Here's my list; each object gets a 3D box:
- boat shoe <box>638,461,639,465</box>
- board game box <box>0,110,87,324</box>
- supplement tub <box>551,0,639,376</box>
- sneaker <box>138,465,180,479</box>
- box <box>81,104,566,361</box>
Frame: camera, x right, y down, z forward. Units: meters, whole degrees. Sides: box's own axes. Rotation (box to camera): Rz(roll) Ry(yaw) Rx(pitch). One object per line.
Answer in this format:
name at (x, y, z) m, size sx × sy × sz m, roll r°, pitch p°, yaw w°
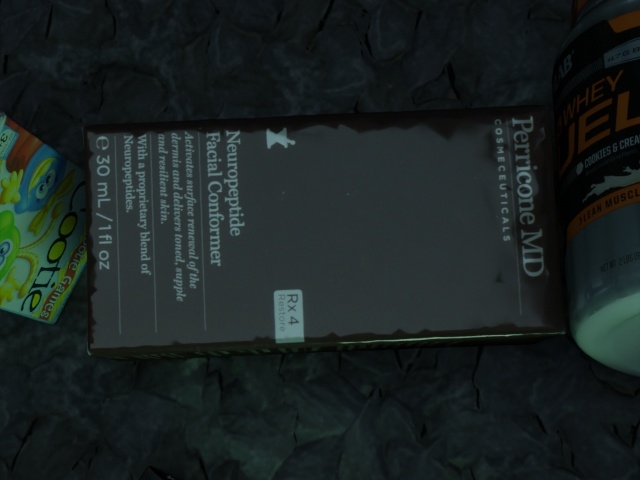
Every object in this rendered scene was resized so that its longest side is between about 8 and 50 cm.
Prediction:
boat shoe at (0.404, 0.247, 0.895) m, size 0.158 × 0.127 × 0.340 m, roll -40°, pitch 68°, yaw 4°
board game box at (-0.297, -0.036, 0.954) m, size 0.144 × 0.275 × 0.142 m, roll 26°, pitch 84°, yaw 12°
supplement tub at (0.284, -0.065, 0.900) m, size 0.193 × 0.194 × 0.316 m, roll -2°, pitch 61°, yaw 8°
sneaker at (-0.100, 0.296, 0.966) m, size 0.222 × 0.083 × 0.118 m, roll 35°, pitch 86°, yaw 13°
box at (0.000, 0.000, 0.953) m, size 0.381 × 0.143 × 0.191 m, roll -3°, pitch 83°, yaw -2°
